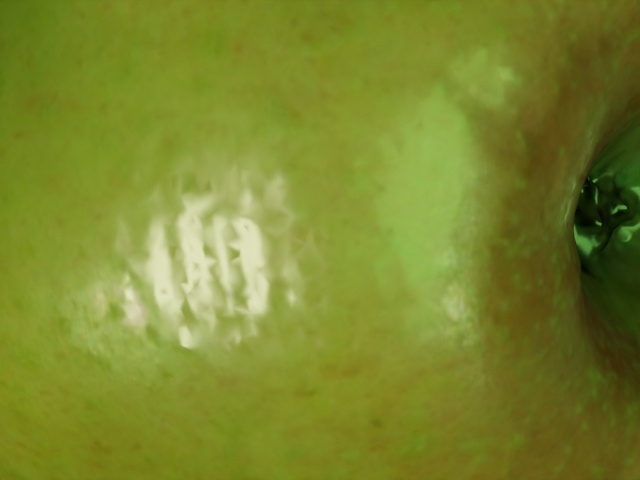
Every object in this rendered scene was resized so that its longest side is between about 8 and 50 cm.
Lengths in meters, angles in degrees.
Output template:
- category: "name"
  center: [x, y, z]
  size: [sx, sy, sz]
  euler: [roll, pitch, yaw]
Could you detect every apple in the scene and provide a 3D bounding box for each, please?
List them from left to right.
- category: "apple"
  center: [0.000, 0.000, 0.406]
  size: [0.207, 0.188, 0.174]
  euler: [45, 77, -27]
